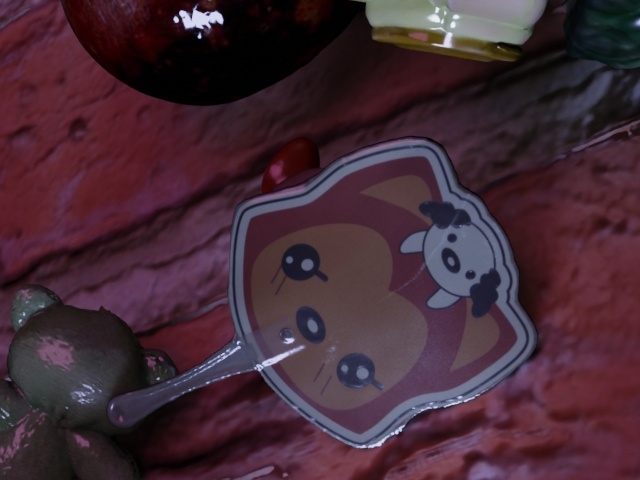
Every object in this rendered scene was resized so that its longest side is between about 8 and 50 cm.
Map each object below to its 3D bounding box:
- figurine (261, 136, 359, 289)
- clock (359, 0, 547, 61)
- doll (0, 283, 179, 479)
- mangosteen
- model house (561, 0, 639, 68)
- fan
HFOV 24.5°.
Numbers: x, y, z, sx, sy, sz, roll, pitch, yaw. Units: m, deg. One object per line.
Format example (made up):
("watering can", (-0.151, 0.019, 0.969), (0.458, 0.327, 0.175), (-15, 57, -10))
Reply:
("figurine", (0.000, 0.000, 0.723), (0.071, 0.067, 0.083), (25, 122, 27))
("clock", (0.053, -0.222, 0.608), (0.117, 0.348, 0.286), (8, 69, 6))
("doll", (-0.145, 0.101, 0.763), (0.115, 0.077, 0.150), (31, 89, -3))
("mangosteen", (-0.062, -0.171, 0.772), (0.199, 0.200, 0.200), (-16, 57, 27))
("model house", (0.238, -0.216, 0.525), (0.284, 0.298, 0.243), (3, 64, 4))
("fan", (-0.011, 0.042, 0.692), (0.220, 0.009, 0.132), (-25, 92, 18))
